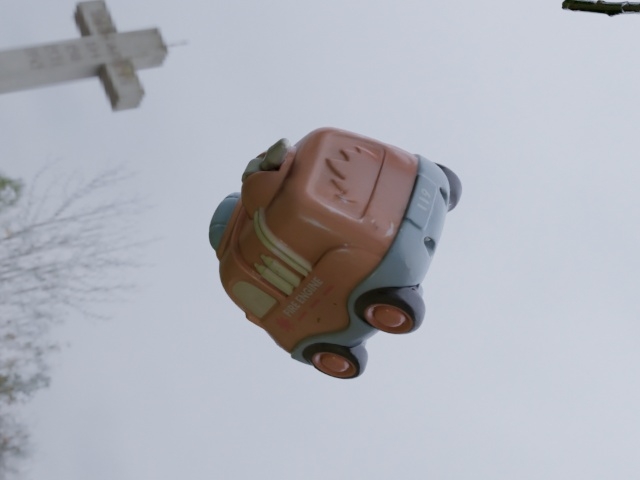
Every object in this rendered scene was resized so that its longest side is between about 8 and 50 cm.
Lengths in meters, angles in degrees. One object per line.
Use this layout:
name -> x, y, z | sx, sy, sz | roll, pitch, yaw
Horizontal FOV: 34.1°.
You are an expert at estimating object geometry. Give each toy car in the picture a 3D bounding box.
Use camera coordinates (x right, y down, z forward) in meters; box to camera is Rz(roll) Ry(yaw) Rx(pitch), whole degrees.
toy car -> 0.000, 0.000, 1.063 | 0.270, 0.212, 0.180 | -48, -163, 53

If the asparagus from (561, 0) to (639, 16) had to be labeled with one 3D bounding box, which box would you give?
asparagus -> 0.228, -0.174, 0.780 | 0.016, 0.016, 0.163 | 56, -7, -21
